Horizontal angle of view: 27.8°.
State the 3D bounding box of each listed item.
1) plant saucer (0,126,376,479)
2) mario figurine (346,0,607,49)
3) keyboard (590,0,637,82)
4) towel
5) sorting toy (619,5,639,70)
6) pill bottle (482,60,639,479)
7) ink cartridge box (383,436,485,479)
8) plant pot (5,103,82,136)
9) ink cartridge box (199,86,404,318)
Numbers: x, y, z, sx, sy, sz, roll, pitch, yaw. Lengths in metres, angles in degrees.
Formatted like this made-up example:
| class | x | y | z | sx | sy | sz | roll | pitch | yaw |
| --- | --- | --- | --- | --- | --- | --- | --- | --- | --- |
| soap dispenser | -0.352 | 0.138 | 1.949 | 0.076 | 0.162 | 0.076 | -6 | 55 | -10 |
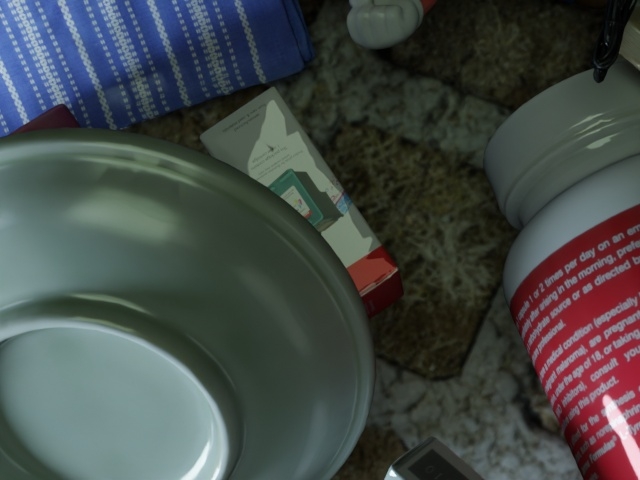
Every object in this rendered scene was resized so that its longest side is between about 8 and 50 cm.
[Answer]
| class | x | y | z | sx | sy | sz | roll | pitch | yaw |
| --- | --- | --- | --- | --- | --- | --- | --- | --- | --- |
| plant saucer | -0.160 | 0.110 | 0.965 | 0.400 | 0.100 | 0.400 | 3 | 125 | 5 |
| mario figurine | 0.106 | -0.267 | 1.063 | 0.321 | 0.170 | 0.198 | 1 | 48 | -15 |
| keyboard | 0.286 | -0.163 | 0.896 | 0.202 | 0.033 | 0.317 | 12 | 80 | 11 |
| towel | -0.195 | -0.202 | 1.113 | 0.336 | 0.040 | 0.243 | -18 | 119 | 3 |
| sorting toy | 0.385 | -0.130 | 0.999 | 0.257 | 0.255 | 0.089 | 44 | 127 | 12 |
| pill bottle | 0.276 | 0.078 | 0.967 | 0.229 | 0.229 | 0.407 | -22 | 65 | 2 |
| ink cartridge box | 0.131 | 0.312 | 0.940 | 0.275 | 0.239 | 0.060 | 39 | 42 | 23 |
| plant pot | -0.248 | 0.014 | 1.074 | 0.201 | 0.201 | 0.180 | -33 | 100 | -1 |
| ink cartridge box | 0.000 | 0.000 | 1.077 | 0.078 | 0.134 | 0.231 | -33 | 78 | -1 |
